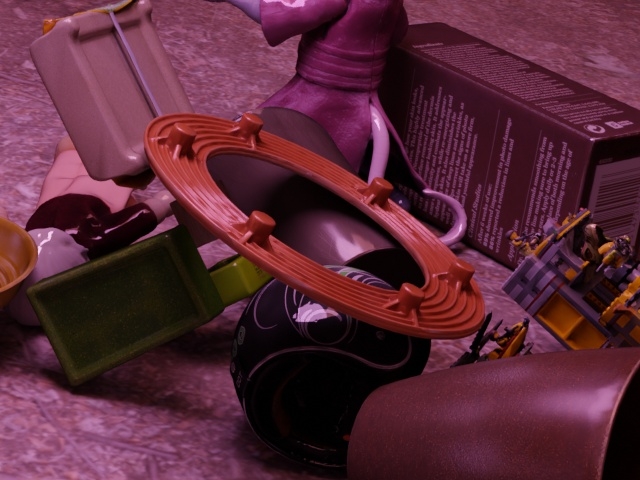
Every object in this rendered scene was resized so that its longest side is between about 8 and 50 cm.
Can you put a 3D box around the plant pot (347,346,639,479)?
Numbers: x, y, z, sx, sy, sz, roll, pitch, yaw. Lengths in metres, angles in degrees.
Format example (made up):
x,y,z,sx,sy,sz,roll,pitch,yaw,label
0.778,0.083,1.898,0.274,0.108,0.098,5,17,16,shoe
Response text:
x,y,z,sx,sy,sz,roll,pitch,yaw,label
0.144,0.177,1.287,0.230,0.215,0.215,4,19,31,plant pot

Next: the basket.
x,y,z,sx,sy,sz,roll,pitch,yaw,label
0.000,0.000,1.667,0.154,0.204,0.227,-37,42,-3,basket

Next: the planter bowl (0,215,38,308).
x,y,z,sx,sy,sz,roll,pitch,yaw,label
-0.365,0.049,1.523,0.217,0.090,0.217,4,25,-2,planter bowl

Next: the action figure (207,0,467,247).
x,y,z,sx,sy,sz,roll,pitch,yaw,label
0.017,-0.187,1.834,0.248,0.370,0.276,-13,32,-38,action figure

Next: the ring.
x,y,z,sx,sy,sz,roll,pitch,yaw,label
0.002,-0.025,1.461,0.337,0.032,0.336,26,19,-10,ring

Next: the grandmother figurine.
x,y,z,sx,sy,sz,roll,pitch,yaw,label
-0.246,-0.015,1.716,0.208,0.104,0.342,-16,22,14,grandmother figurine

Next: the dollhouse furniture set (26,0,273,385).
x,y,z,sx,sy,sz,roll,pitch,yaw,label
-0.192,-0.053,1.535,0.151,0.301,0.197,-23,5,20,dollhouse furniture set

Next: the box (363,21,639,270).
x,y,z,sx,sy,sz,roll,pitch,yaw,label
0.202,-0.103,1.932,0.143,0.191,0.381,-12,31,-39,box

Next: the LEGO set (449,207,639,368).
x,y,z,sx,sy,sz,roll,pitch,yaw,label
0.253,0.035,1.542,0.192,0.255,0.331,43,45,10,LEGO set

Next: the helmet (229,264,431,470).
x,y,z,sx,sy,sz,roll,pitch,yaw,label
0.009,0.099,1.445,0.169,0.169,0.161,9,30,2,helmet
